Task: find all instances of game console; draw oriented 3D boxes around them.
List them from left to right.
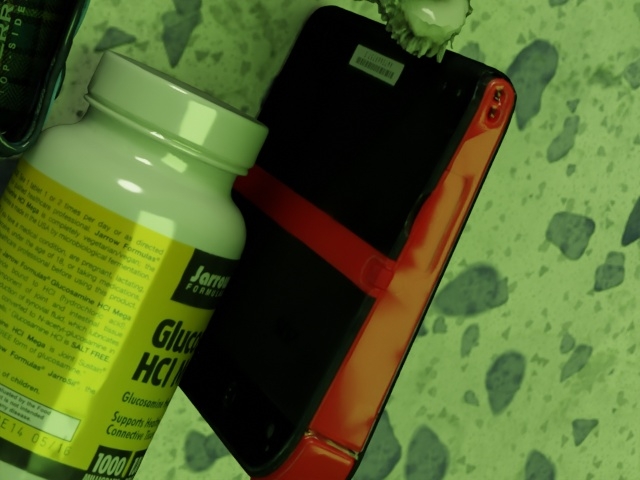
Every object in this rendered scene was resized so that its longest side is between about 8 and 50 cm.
[{"bbox_3d":[0.000,0.000,1.454,0.060,0.386,0.342,26,94,-23],"label":"game console"}]

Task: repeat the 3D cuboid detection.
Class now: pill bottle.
[{"bbox_3d":[-0.174,0.031,1.476,0.188,0.188,0.334,22,96,-36],"label":"pill bottle"}]

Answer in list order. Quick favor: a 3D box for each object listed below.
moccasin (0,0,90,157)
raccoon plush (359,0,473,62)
[{"bbox_3d":[-0.195,-0.224,1.406,0.137,0.117,0.342,1,108,-32],"label":"moccasin"},{"bbox_3d":[0.129,-0.277,1.437,0.446,0.216,0.299,11,101,-59],"label":"raccoon plush"}]
